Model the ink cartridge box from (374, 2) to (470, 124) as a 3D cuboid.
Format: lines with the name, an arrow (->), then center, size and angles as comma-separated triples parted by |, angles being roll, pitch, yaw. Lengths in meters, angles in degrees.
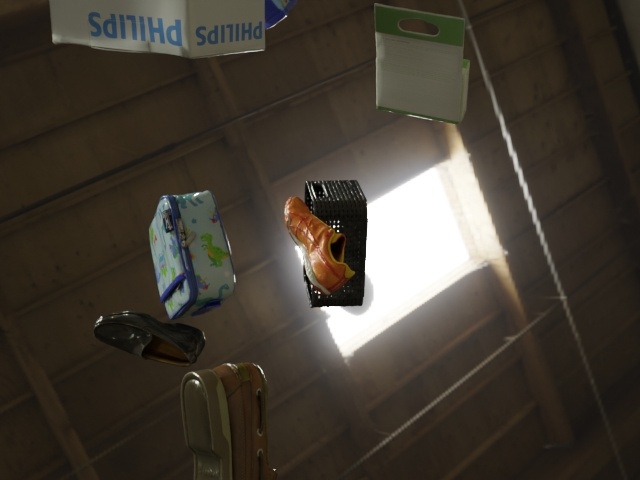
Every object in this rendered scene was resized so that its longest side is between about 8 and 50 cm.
ink cartridge box -> 0.186, -0.330, 1.505 | 0.235, 0.171, 0.056 | 85, -153, -46

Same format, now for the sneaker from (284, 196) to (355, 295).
sneaker -> 0.000, 0.000, 1.126 | 0.067, 0.175, 0.064 | -35, -38, 9

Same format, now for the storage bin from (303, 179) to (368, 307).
storage bin -> 0.021, 0.004, 1.285 | 0.084, 0.122, 0.180 | -1, -65, -8

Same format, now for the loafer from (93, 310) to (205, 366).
loafer -> -0.262, 0.150, 1.234 | 0.170, 0.061, 0.062 | 8, -63, 1

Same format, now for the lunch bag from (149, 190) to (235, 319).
lunch bag -> -0.202, 0.029, 1.267 | 0.090, 0.219, 0.176 | -12, -99, -22

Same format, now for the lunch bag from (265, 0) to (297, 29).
lunch bag -> -0.144, -0.458, 1.361 | 0.138, 0.293, 0.221 | -36, -71, 12

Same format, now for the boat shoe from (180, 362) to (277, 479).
boat shoe -> -0.101, 0.309, 1.040 | 0.104, 0.111, 0.307 | -6, -83, -36

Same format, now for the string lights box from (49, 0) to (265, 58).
string lights box -> -0.108, -0.250, 0.504 | 0.077, 0.133, 0.259 | -25, -58, -50
